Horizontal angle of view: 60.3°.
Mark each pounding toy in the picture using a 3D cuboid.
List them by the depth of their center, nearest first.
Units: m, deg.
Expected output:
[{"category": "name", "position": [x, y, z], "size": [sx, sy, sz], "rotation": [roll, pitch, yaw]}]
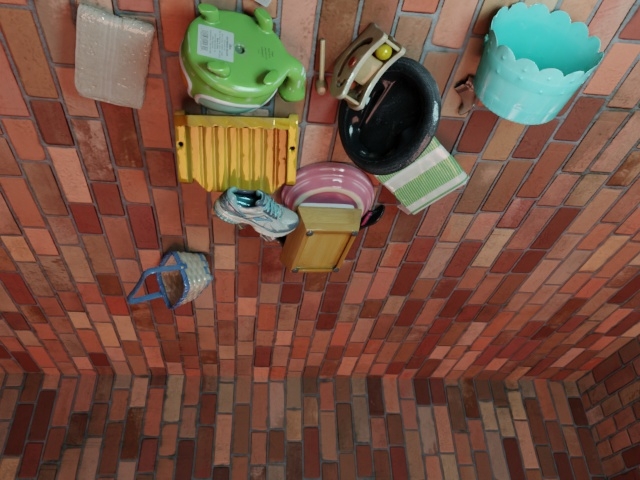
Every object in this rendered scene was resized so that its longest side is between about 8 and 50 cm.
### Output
[{"category": "pounding toy", "position": [0.073, -0.450, 1.433], "size": [0.155, 0.154, 0.269], "rotation": [24, 137, -32]}]

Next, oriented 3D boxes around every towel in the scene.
[{"category": "towel", "position": [-0.546, -0.476, 1.453], "size": [0.187, 0.049, 0.282], "rotation": [10, 142, -20]}, {"category": "towel", "position": [0.293, -0.243, 1.776], "size": [0.248, 0.038, 0.325], "rotation": [-32, 118, 34]}]

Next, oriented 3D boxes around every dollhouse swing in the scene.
[{"category": "dollhouse swing", "position": [-0.238, -0.233, 1.558], "size": [0.347, 0.305, 0.315], "rotation": [1, 117, -5]}]

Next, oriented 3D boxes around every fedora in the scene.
[{"category": "fedora", "position": [0.213, -0.347, 1.556], "size": [0.334, 0.334, 0.153], "rotation": [-33, 168, 36]}]

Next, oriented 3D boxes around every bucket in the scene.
[{"category": "bucket", "position": [0.530, -0.440, 1.384], "size": [0.281, 0.281, 0.183], "rotation": [3, 146, -8]}]

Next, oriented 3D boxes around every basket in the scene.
[{"category": "basket", "position": [-0.602, 0.164, 2.193], "size": [0.289, 0.201, 0.255], "rotation": [-13, 159, -45]}]

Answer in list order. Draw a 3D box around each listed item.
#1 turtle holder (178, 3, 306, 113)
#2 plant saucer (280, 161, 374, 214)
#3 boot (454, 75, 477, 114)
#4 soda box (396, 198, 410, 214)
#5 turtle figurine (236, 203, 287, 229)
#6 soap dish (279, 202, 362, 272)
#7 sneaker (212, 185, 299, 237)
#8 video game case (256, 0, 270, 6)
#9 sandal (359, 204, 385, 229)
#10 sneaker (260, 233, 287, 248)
[{"category": "turtle holder", "position": [-0.202, -0.443, 1.397], "size": [0.320, 0.243, 0.227], "rotation": [-26, 174, -32]}, {"category": "plant saucer", "position": [0.025, -0.135, 1.938], "size": [0.332, 0.084, 0.332], "rotation": [-1, 145, -1]}, {"category": "boot", "position": [0.420, -0.423, 1.597], "size": [0.087, 0.042, 0.118], "rotation": [27, 135, -26]}, {"category": "soda box", "position": [0.366, -0.177, 1.905], "size": [0.216, 0.073, 0.069], "rotation": [-31, 135, 34]}, {"category": "turtle figurine", "position": [-0.221, -0.112, 1.852], "size": [0.234, 0.175, 0.118], "rotation": [29, 168, -33]}, {"category": "soap dish", "position": [0.000, 0.000, 1.922], "size": [0.229, 0.118, 0.290], "rotation": [1, 141, -19]}, {"category": "sneaker", "position": [-0.183, -0.093, 1.717], "size": [0.283, 0.110, 0.122], "rotation": [12, 143, -28]}, {"category": "video game case", "position": [-0.159, -0.649, 1.253], "size": [0.190, 0.022, 0.173], "rotation": [22, 139, -29]}, {"category": "sandal", "position": [0.167, -0.081, 2.042], "size": [0.040, 0.067, 0.179], "rotation": [36, 133, -26]}, {"category": "sneaker", "position": [-0.196, -0.072, 1.974], "size": [0.297, 0.129, 0.111], "rotation": [29, 135, -35]}]
